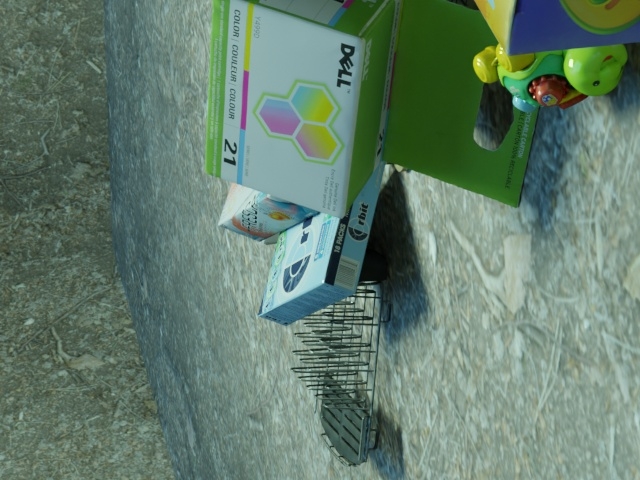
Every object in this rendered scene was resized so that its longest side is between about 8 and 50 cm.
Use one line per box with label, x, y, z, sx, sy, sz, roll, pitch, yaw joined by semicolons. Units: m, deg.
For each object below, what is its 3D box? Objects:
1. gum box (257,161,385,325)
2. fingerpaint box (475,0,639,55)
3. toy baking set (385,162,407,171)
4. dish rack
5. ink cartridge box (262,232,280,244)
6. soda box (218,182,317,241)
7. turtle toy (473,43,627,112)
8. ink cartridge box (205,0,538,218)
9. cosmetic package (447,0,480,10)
gum box;0.000;0.000;1.673;0.184;0.041;0.157;-30;43;61
fingerpaint box;0.148;-0.395;0.879;0.371;0.163;0.445;-111;18;-46
toy baking set;0.059;-0.188;1.601;0.197;0.030;0.256;104;154;-56
dish rack;0.016;0.122;1.799;0.208;0.074;0.272;-143;56;-72
ink cartridge box;-0.058;-0.117;1.975;0.212;0.093;0.154;-114;21;-52
soda box;-0.054;-0.050;1.721;0.183;0.058;0.063;-26;45;66
turtle toy;0.173;-0.128;1.089;0.066;0.095;0.130;62;167;-5
ink cartridge box;0.042;-0.112;1.254;0.097;0.255;0.189;-54;-22;-45
cosmetic package;0.056;-0.251;1.326;0.113;0.160;0.309;-111;19;-47
